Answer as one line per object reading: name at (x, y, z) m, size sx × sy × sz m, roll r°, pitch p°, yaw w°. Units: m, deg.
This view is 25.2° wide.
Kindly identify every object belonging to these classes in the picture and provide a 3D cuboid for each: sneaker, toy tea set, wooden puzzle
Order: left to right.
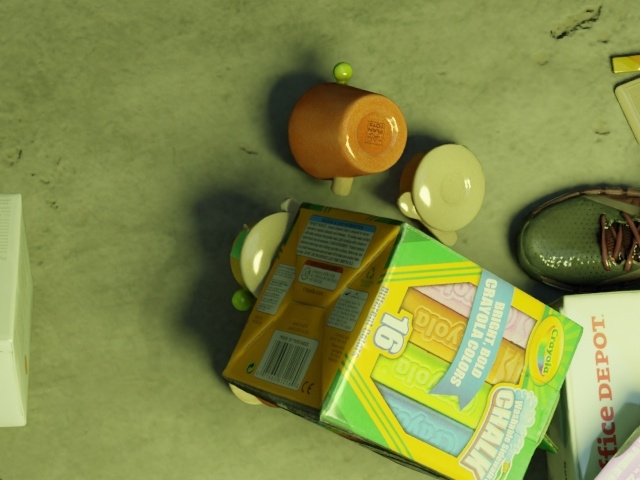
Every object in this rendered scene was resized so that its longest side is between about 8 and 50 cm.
toy tea set at (0.000, 0.000, 1.381) m, size 0.200 × 0.124 × 0.336 m, roll 45°, pitch 73°, yaw -27°
wooden puzzle at (0.347, -0.140, 1.473) m, size 0.079 × 0.014 × 0.116 m, roll -16°, pitch 81°, yaw -4°
sneaker at (0.338, -0.015, 1.372) m, size 0.282 × 0.162 × 0.106 m, roll -3°, pitch 80°, yaw -7°

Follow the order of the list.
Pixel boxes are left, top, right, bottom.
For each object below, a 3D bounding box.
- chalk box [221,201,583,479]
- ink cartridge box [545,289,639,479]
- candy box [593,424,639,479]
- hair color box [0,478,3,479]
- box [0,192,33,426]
chalk box at (0.098, 0.111, 1.275) m, size 0.289 × 0.180 × 0.179 m, roll 29°, pitch 81°, yaw -32°
ink cartridge box at (0.361, 0.153, 1.364) m, size 0.289 × 0.121 × 0.211 m, roll -2°, pitch 80°, yaw -6°
candy box at (0.321, 0.257, 1.224) m, size 0.196 × 0.070 × 0.165 m, roll 39°, pitch 80°, yaw 16°
hair color box at (-0.357, 0.247, 1.161) m, size 0.110 × 0.339 × 0.185 m, roll 33°, pitch 78°, yaw -1°
box at (-0.309, 0.062, 1.275) m, size 0.091 × 0.130 × 0.170 m, roll -1°, pitch 48°, yaw -6°
